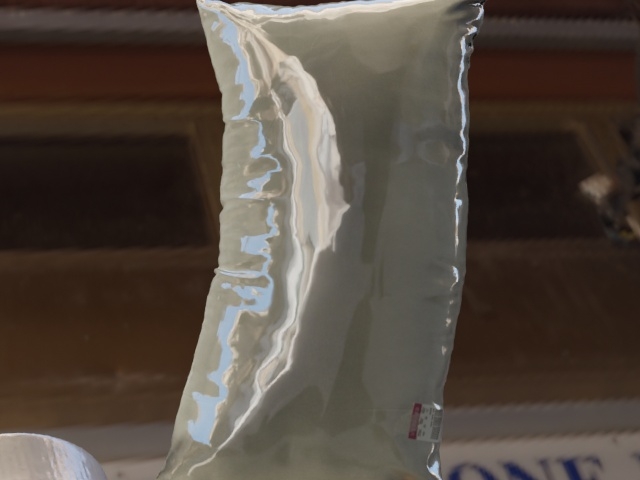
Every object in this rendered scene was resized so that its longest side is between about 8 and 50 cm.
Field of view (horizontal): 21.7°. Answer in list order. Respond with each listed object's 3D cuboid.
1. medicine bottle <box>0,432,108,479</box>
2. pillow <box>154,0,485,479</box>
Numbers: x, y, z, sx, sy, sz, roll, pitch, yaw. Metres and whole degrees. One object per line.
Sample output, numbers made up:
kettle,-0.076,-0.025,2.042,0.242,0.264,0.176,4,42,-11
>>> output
medicine bottle,-0.195,0.333,1.166,0.211,0.371,0.211,-14,-42,-13
pillow,-0.001,-0.001,0.779,0.144,0.254,0.078,2,-9,19
